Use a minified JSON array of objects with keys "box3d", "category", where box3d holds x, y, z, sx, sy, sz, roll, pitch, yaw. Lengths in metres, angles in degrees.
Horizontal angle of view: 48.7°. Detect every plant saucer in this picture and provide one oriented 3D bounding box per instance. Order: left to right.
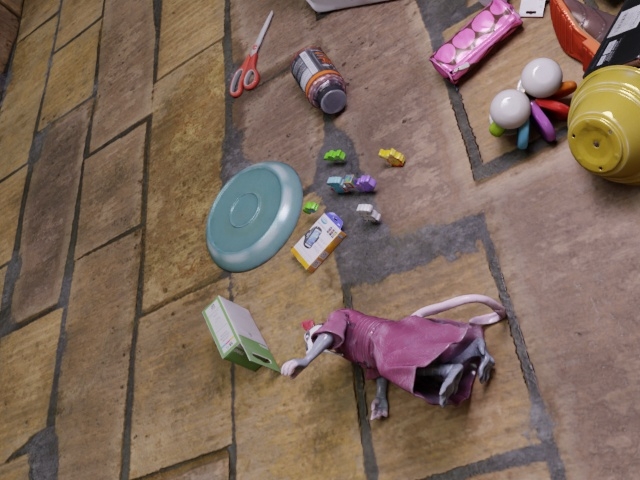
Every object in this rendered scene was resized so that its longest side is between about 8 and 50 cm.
[{"box3d":[-0.184,-0.072,1.806,0.318,0.044,0.317,-20,54,30],"category":"plant saucer"}]

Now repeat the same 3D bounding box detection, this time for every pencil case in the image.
[{"box3d":[0.345,-0.437,1.555,0.209,0.095,0.098,-43,15,12],"category":"pencil case"}]

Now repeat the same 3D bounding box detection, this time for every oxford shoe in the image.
[{"box3d":[0.538,-0.413,1.399,0.098,0.097,0.271,-21,56,4],"category":"oxford shoe"}]

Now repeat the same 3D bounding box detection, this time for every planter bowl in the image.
[{"box3d":[0.487,-0.175,1.190,0.090,0.217,0.217,-30,37,-28],"category":"planter bowl"}]

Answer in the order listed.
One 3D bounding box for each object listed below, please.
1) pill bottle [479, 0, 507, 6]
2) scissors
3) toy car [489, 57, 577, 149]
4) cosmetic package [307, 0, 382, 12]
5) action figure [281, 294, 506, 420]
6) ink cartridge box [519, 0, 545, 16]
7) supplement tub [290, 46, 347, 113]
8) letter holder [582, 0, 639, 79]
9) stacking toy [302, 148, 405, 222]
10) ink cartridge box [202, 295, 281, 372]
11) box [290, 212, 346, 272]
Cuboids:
[{"box3d":[0.407,-0.606,1.603,0.086,0.086,0.152,5,69,41],"category":"pill bottle"},{"box3d":[-0.208,-0.562,2.122,0.109,0.021,0.297,-10,62,37],"category":"scissors"},{"box3d":[0.417,-0.255,1.373,0.182,0.159,0.136,-45,82,9],"category":"toy car"},{"box3d":[0.082,-0.873,1.850,0.327,0.329,0.393,5,68,41],"category":"cosmetic package"},{"box3d":[0.105,0.178,1.285,0.370,0.248,0.275,13,74,40],"category":"action figure"},{"box3d":[0.476,-0.546,1.544,0.063,0.029,0.115,19,106,44],"category":"ink cartridge box"},{"box3d":[0.000,-0.405,1.805,0.106,0.106,0.198,-40,48,14],"category":"supplement tub"},{"box3d":[0.649,-0.362,1.241,0.302,0.214,0.152,-59,14,-8],"category":"letter holder"},{"box3d":[0.072,-0.128,1.617,0.221,0.052,0.167,4,62,41],"category":"stacking toy"},{"box3d":[-0.179,0.227,1.583,0.062,0.109,0.209,-45,46,10],"category":"ink cartridge box"},{"box3d":[0.000,0.000,1.627,0.136,0.028,0.081,-46,46,5],"category":"box"}]
